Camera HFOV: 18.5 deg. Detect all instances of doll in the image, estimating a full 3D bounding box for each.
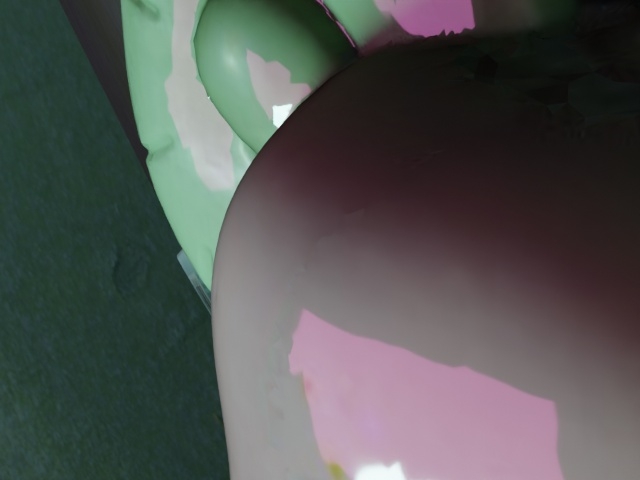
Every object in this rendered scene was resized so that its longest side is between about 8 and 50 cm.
[{"bbox_3d":[0.081,0.018,0.423,0.284,0.216,0.268,17,127,33],"label":"doll"}]

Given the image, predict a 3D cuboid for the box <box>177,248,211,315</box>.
[{"bbox_3d":[0.000,0.000,1.083,0.079,0.135,0.269,58,173,-1],"label":"box"}]
